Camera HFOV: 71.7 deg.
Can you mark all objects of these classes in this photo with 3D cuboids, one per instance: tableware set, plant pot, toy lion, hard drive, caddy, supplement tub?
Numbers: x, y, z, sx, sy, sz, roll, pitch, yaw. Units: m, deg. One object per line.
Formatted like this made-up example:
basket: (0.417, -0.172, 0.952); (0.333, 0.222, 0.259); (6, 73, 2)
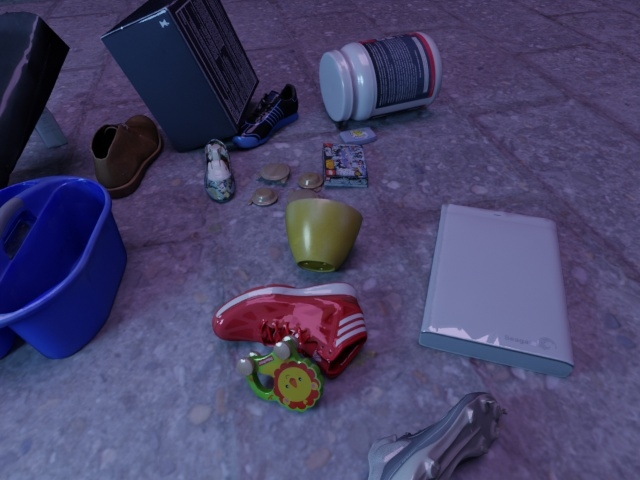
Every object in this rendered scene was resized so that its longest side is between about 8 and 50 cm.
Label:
tableware set: (-0.068, -0.114, 0.944); (0.169, 0.020, 0.141); (11, 45, 12)
plant pot: (0.000, 0.000, 0.751); (0.134, 0.134, 0.095); (5, 71, 8)
toy lion: (-0.048, 0.181, 0.583); (0.100, 0.096, 0.034); (-27, -3, 21)
hard drive: (0.284, 0.058, 0.724); (0.203, 0.040, 0.307); (10, 43, 14)
caddy: (-0.454, 0.026, 0.691); (0.242, 0.179, 0.341); (-5, 43, -2)
supplement tub: (0.152, -0.416, 1.137); (0.273, 0.191, 0.191); (-16, 44, -15)

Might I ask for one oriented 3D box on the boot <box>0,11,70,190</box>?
boot: (-0.735, -0.240, 0.857); (0.367, 0.146, 0.444); (9, 81, -2)

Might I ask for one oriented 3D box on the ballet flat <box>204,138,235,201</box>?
ballet flat: (-0.227, -0.161, 0.969); (0.070, 0.070, 0.188); (-12, 44, -10)

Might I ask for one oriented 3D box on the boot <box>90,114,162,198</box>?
boot: (-0.445, -0.232, 1.022); (0.113, 0.115, 0.305); (-6, 41, -1)

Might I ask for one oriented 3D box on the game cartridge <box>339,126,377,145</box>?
game cartridge: (0.095, -0.257, 1.095); (0.083, 0.017, 0.056); (-14, 47, -12)

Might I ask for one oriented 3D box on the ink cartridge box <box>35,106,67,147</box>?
ink cartridge box: (-0.724, -0.363, 1.093); (0.056, 0.224, 0.181); (-30, 50, -26)

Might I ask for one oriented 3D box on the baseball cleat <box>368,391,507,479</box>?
baseball cleat: (0.129, 0.232, 0.518); (0.206, 0.072, 0.110); (-14, 1, -44)

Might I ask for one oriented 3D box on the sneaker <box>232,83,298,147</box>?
sneaker: (-0.140, -0.318, 1.117); (0.082, 0.090, 0.232); (23, 48, 25)

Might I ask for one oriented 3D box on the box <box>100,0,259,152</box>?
box: (-0.312, -0.427, 1.068); (0.183, 0.296, 0.294); (-14, 39, 17)

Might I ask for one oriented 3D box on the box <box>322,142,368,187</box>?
box: (0.053, -0.170, 0.986); (0.094, 0.027, 0.137); (2, 42, -4)

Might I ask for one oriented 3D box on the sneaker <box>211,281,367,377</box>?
sneaker: (-0.038, 0.131, 0.625); (0.221, 0.087, 0.128); (-12, 41, -9)
